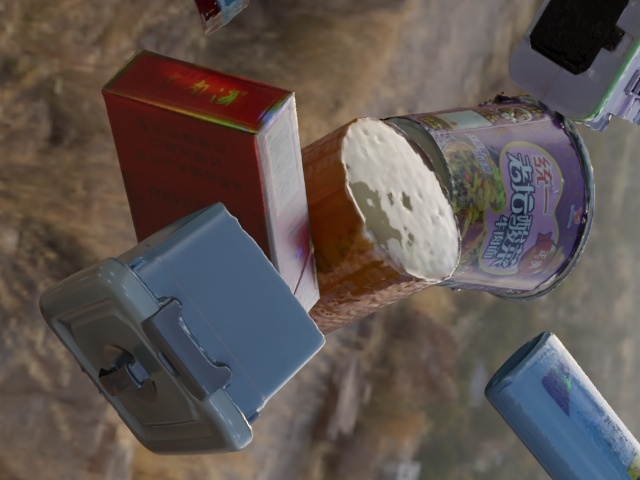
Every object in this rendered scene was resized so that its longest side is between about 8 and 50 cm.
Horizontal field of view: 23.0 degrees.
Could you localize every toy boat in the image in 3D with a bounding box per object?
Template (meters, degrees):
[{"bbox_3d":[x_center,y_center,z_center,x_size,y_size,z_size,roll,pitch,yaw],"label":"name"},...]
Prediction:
[{"bbox_3d":[-0.120,-0.314,1.655,0.392,0.079,0.136,92,-10,-80],"label":"toy boat"}]

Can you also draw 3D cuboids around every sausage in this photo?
[{"bbox_3d":[0.000,0.000,1.969,0.233,0.287,0.233,30,47,-38],"label":"sausage"}]

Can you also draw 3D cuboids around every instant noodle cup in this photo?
[{"bbox_3d":[0.208,-0.070,2.406,0.266,0.340,0.339,0,101,-38],"label":"instant noodle cup"}]

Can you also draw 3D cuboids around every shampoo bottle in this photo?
[{"bbox_3d":[0.247,0.202,1.342,0.258,0.061,0.104,52,37,-1],"label":"shampoo bottle"}]

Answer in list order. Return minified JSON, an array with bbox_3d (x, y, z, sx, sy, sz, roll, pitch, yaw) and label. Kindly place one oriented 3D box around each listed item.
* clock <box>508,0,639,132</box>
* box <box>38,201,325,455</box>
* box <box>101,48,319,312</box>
[{"bbox_3d":[0.394,-0.238,1.892,0.310,0.166,0.235,14,111,-52],"label":"clock"},{"bbox_3d":[-0.107,0.070,1.154,0.130,0.227,0.162,-40,98,-24],"label":"box"},{"bbox_3d":[-0.116,-0.046,1.749,0.089,0.197,0.313,-53,150,-38],"label":"box"}]
